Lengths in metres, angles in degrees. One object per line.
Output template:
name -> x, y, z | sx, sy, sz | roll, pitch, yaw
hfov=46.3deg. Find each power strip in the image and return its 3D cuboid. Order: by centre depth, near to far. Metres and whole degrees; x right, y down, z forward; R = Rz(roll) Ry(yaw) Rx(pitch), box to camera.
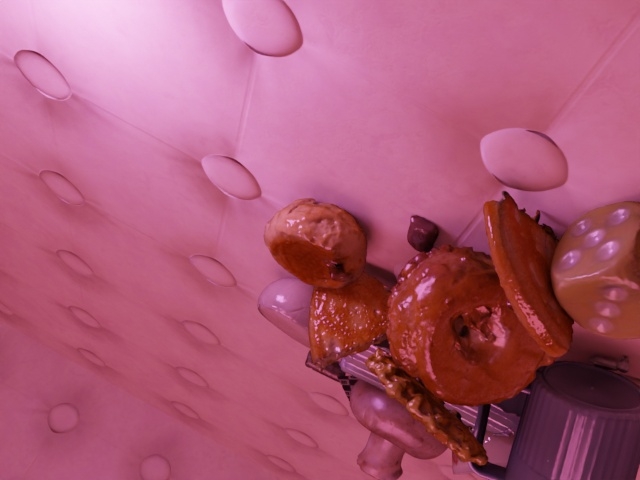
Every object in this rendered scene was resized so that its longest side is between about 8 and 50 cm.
power strip -> 0.610, 0.255, 1.573 | 0.055, 0.035, 0.083 | 26, 167, -35

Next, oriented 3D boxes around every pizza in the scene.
pizza -> 0.369, 0.050, 1.307 | 0.081, 0.229, 0.289 | -29, 85, 42
pizza -> 0.112, 0.180, 1.697 | 0.288, 0.280, 0.075 | 11, 162, 11

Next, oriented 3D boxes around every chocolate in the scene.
chocolate -> 0.203, -0.006, 1.531 | 0.064, 0.031, 0.100 | 28, 152, 12

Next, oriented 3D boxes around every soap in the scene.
soap -> 0.285, 0.302, 1.793 | 0.446, 0.156, 0.261 | 26, 147, 7

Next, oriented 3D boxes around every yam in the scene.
yam -> 0.015, 0.380, 2.245 | 0.132, 0.054, 0.054 | 26, 150, 4

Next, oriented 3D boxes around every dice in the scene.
dice -> 0.495, 0.050, 1.223 | 0.166, 0.169, 0.169 | 40, 148, -19

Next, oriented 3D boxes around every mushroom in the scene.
mushroom -> 0.198, 0.496, 1.994 | 0.297, 0.290, 0.297 | 29, -178, -1

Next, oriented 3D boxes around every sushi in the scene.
sushi -> 0.140, 0.441, 2.248 | 0.139, 0.031, 0.201 | -6, 136, 16

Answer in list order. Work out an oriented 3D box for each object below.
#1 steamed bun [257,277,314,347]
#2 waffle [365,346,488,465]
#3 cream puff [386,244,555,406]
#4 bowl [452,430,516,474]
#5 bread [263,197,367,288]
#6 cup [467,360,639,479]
steamed bun -> -0.046, 0.180, 1.921 | 0.228, 0.130, 0.177 | 39, 159, -18
waffle -> 0.219, 0.343, 1.554 | 0.312, 0.060, 0.307 | 43, -177, -3
cream puff -> 0.294, 0.153, 1.473 | 0.231, 0.343, 0.327 | -119, 4, -73
bowl -> 0.460, 0.505, 1.910 | 0.277, 0.145, 0.277 | -11, 164, -3
bread -> 0.000, 0.000, 1.616 | 0.244, 0.134, 0.244 | 19, 149, 12
cup -> 0.513, 0.428, 1.592 | 0.331, 0.257, 0.311 | 25, 113, 43
